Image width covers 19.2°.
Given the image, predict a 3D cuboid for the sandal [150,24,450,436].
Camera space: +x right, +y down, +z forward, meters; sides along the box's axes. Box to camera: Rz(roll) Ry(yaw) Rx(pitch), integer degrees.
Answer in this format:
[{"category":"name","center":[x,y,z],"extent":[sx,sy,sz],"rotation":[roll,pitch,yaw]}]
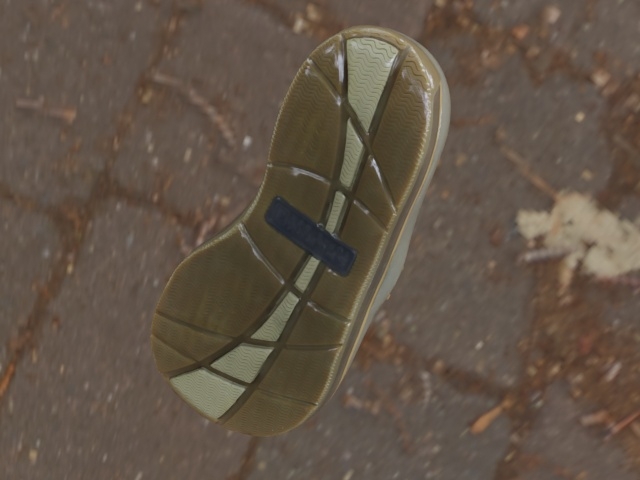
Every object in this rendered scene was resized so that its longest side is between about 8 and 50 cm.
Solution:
[{"category":"sandal","center":[0.000,0.000,0.654],"extent":[0.072,0.180,0.049],"rotation":[40,35,16]}]
